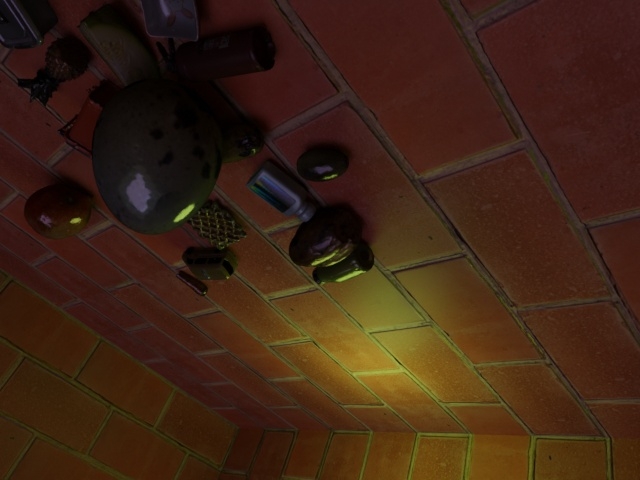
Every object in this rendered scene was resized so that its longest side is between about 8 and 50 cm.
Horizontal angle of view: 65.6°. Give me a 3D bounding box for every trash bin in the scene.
[{"bbox_3d":[-0.701,-0.384,1.577,0.184,0.161,0.239,33,134,-14],"label":"trash bin"}]

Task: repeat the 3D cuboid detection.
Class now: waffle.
[{"bbox_3d":[-0.403,-0.061,1.890,0.223,0.054,0.204,-24,123,42],"label":"waffle"}]

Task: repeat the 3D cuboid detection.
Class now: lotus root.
[{"bbox_3d":[-0.001,0.009,1.673,0.193,0.193,0.291,40,139,-22],"label":"lotus root"},{"bbox_3d":[-0.262,-0.295,1.505,0.259,0.097,0.110,-5,129,42],"label":"lotus root"}]

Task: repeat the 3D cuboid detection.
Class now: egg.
[{"bbox_3d":[-0.449,-0.228,1.377,0.345,0.427,0.345,9,-174,-1],"label":"egg"}]

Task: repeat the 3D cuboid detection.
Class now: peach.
[{"bbox_3d":[-1.047,-0.127,2.012,0.232,0.257,0.232,54,174,8],"label":"peach"}]

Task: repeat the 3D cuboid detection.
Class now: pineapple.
[{"bbox_3d":[-0.809,-0.512,1.505,0.277,0.130,0.119,-17,157,37],"label":"pineapple"}]

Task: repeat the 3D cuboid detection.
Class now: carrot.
[{"bbox_3d":[-0.596,0.200,2.311,0.161,0.055,0.055,39,140,-10],"label":"carrot"}]

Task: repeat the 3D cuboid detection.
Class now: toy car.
[{"bbox_3d":[-0.475,0.101,2.064,0.257,0.124,0.101,-3,135,28],"label":"toy car"}]

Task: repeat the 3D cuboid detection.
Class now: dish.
[{"bbox_3d":[-0.363,-0.601,1.192,0.151,0.077,0.212,11,138,14],"label":"dish"}]

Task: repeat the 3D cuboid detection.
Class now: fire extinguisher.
[{"bbox_3d":[-0.288,-0.491,1.282,0.337,0.106,0.147,1,107,25],"label":"fire extinguisher"}]

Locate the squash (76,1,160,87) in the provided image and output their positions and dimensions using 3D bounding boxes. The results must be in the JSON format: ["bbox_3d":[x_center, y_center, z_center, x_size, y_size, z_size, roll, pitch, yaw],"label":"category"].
[{"bbox_3d":[-0.522,-0.495,1.367,0.288,0.111,0.203,55,166,-31],"label":"squash"}]

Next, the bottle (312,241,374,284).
[{"bbox_3d":[0.072,0.094,1.790,0.112,0.112,0.260,39,140,-21],"label":"bottle"}]

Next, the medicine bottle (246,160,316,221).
[{"bbox_3d":[-0.119,-0.150,1.614,0.229,0.083,0.121,38,138,-17],"label":"medicine bottle"}]

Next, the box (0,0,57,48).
[{"bbox_3d":[-0.843,-0.644,1.342,0.162,0.130,0.227,5,138,23],"label":"box"}]

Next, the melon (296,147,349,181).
[{"bbox_3d":[0.006,-0.221,1.454,0.162,0.099,0.099,0,137,25],"label":"melon"}]
